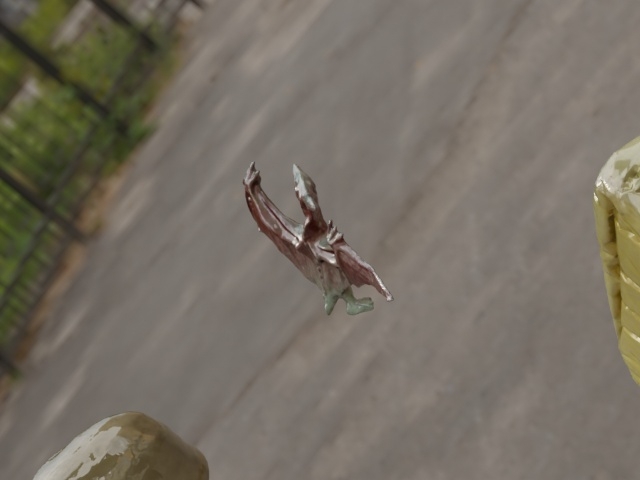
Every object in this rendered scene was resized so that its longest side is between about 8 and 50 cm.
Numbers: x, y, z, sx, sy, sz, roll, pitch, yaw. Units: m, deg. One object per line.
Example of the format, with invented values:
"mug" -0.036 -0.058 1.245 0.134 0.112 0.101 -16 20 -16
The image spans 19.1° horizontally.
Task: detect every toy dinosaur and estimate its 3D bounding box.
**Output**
"toy dinosaur" -0.001 0.001 1.179 0.032 0.108 0.220 -31 32 -16

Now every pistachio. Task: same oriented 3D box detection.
"pistachio" -0.150 0.189 1.364 0.149 0.113 0.113 -47 9 -37

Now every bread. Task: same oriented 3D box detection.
"bread" 0.242 0.030 1.138 0.106 0.236 0.140 -34 50 -13
